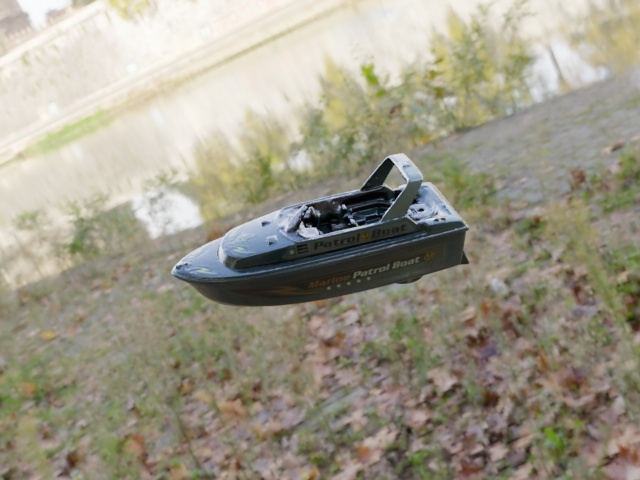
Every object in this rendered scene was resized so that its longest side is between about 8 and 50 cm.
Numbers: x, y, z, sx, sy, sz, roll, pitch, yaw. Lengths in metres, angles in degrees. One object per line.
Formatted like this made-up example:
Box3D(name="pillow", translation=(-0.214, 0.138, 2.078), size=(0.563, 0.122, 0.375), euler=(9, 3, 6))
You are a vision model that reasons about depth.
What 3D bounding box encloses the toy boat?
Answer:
Box3D(name="toy boat", translation=(0.000, 0.000, 0.756), size=(0.246, 0.103, 0.093), euler=(-13, 28, -6))
